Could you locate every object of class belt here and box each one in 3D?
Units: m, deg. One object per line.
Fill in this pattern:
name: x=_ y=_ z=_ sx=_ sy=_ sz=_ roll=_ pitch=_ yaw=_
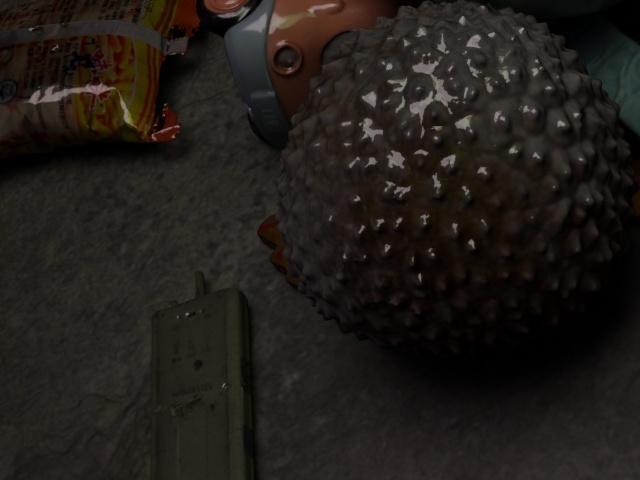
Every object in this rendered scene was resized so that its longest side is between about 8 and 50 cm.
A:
belt: x=0.274 y=-0.104 z=1.342 sx=0.072 sy=0.087 sz=0.302 roll=-47 pitch=44 yaw=7

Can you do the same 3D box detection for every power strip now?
power strip: x=-0.104 y=0.131 z=1.445 sx=0.092 sy=0.034 sz=0.268 roll=-19 pitch=49 yaw=18

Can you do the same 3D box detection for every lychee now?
lychee: x=0.096 y=-0.047 z=1.302 sx=0.300 sy=0.300 sz=0.300 roll=-16 pitch=50 yaw=20

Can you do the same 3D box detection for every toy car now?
toy car: x=0.014 y=-0.225 z=1.563 sx=0.212 sy=0.181 sz=0.271 roll=-7 pitch=52 yaw=14

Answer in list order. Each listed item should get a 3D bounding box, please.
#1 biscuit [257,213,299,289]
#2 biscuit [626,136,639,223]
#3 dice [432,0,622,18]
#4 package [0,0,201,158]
biscuit: x=0.000 y=0.000 z=1.495 sx=0.119 sy=0.019 sz=0.130 roll=-22 pitch=48 yaw=15
biscuit: x=0.299 y=-0.066 z=1.368 sx=0.102 sy=0.019 sz=0.130 roll=-6 pitch=53 yaw=26
dice: x=0.173 y=-0.398 z=1.358 sx=0.348 sy=0.330 sz=0.328 roll=33 pitch=45 yaw=28
package: x=-0.266 y=-0.173 z=1.730 sx=0.288 sy=0.108 sz=0.223 roll=-11 pitch=53 yaw=20
